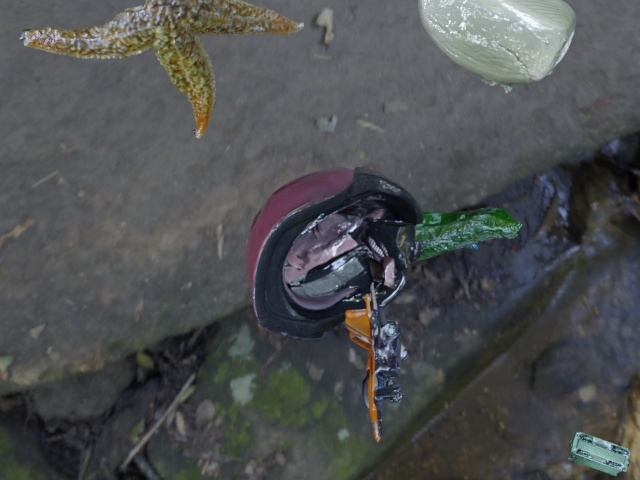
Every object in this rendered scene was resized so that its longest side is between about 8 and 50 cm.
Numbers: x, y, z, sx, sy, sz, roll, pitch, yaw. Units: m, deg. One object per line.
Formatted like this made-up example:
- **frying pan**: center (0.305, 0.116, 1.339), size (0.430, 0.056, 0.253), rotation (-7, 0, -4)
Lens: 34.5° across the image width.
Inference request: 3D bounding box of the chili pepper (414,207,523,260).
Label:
- **chili pepper**: center (0.197, -0.010, 1.502), size (0.226, 0.059, 0.088), rotation (-5, 75, 43)

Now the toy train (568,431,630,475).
- **toy train**: center (0.422, 0.327, 1.568), size (0.093, 0.038, 0.056), rotation (18, 155, 11)

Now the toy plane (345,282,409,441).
- **toy plane**: center (0.070, 0.139, 1.133), size (0.062, 0.188, 0.135), rotation (-16, 133, 3)

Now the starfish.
- **starfish**: center (-0.248, -0.382, 1.791), size (0.398, 0.132, 0.384), rotation (-57, 135, -8)

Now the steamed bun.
- **steamed bun**: center (0.250, -0.314, 1.532), size (0.238, 0.170, 0.153), rotation (25, 120, 6)

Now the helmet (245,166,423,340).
- **helmet**: center (0.000, 0.000, 1.217), size (0.253, 0.154, 0.198), rotation (-4, 117, -33)

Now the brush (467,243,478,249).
- **brush**: center (0.206, 0.002, 1.609), size (0.051, 0.164, 0.014), rotation (24, 87, -17)
